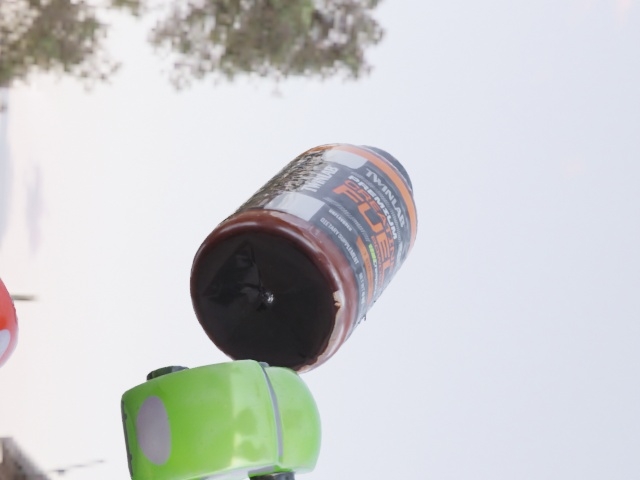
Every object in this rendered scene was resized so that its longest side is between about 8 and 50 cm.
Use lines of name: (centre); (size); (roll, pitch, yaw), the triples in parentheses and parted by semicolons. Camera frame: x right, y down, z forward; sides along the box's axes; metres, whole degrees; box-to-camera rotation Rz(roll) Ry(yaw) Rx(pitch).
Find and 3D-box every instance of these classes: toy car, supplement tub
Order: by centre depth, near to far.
toy car: (-0.093, 0.081, 0.571); (0.053, 0.224, 0.239); (-39, -122, 56)
supplement tub: (0.000, 0.000, 0.855); (0.198, 0.106, 0.106); (-49, 156, -60)
